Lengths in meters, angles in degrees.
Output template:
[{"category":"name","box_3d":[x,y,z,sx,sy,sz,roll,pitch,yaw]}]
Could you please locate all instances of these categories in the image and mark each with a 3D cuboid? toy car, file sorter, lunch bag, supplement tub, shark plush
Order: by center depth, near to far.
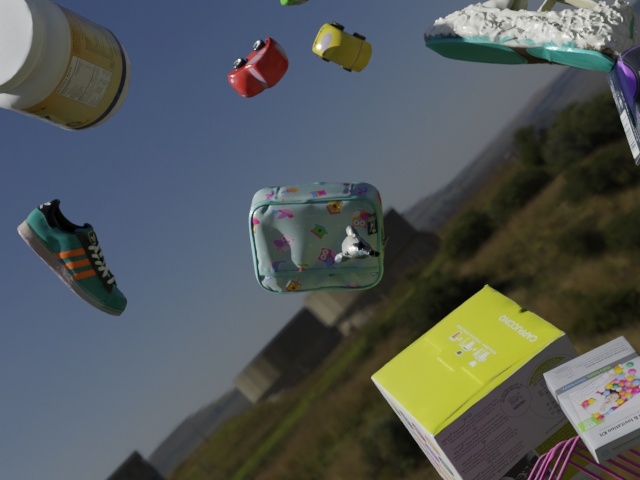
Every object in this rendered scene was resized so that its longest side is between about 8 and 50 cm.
[{"category":"toy car","box_3d":[-0.031,-0.338,1.710,0.239,0.225,0.053,-15,27,-17]},{"category":"file sorter","box_3d":[0.461,0.454,1.933,0.182,0.202,0.291,-59,-6,-17]},{"category":"shark plush","box_3d":[0.081,0.010,2.096,0.161,0.067,0.073,148,143,-74]},{"category":"supplement tub","box_3d":[-0.540,-0.351,2.200,0.228,0.228,0.316,-47,-21,11]},{"category":"lunch bag","box_3d":[0.000,0.000,2.299,0.108,0.279,0.224,-80,-14,-67]}]

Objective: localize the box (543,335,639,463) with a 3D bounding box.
[{"category":"box","box_3d":[0.447,0.241,1.740,0.145,0.038,0.186,-26,35,1]}]

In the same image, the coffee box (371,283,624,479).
[{"category":"coffee box","box_3d":[0.370,0.353,2.366,0.338,0.334,0.337,-37,23,-7]}]

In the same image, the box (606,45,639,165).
[{"category":"box","box_3d":[0.603,-0.239,1.749,0.270,0.165,0.143,-16,-7,5]}]

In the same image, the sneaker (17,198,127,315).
[{"category":"sneaker","box_3d":[-0.531,0.037,2.538,0.121,0.302,0.108,-44,8,6]}]

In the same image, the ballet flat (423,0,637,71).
[{"category":"ballet flat","box_3d":[0.381,-0.379,2.025,0.147,0.408,0.147,-20,-64,-48]}]
